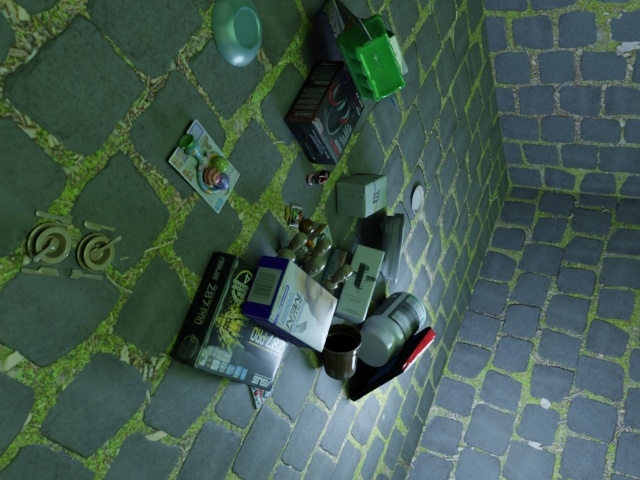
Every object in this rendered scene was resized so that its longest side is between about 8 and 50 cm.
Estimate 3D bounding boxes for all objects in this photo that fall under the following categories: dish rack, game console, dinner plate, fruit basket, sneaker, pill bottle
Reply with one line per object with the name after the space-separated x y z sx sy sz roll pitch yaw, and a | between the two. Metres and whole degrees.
0.283 0.024 2.207 0.333 0.073 0.285 -68 165 -86 | dish rack
0.319 0.540 2.322 0.342 0.060 0.386 -30 167 -47 | game console
0.477 -0.201 2.609 0.141 0.017 0.141 -25 120 -52 | dinner plate
0.152 -0.617 1.708 0.353 0.166 0.327 -103 165 -51 | fruit basket
0.008 -0.216 1.826 0.119 0.057 0.047 -34 124 -51 | sneaker
0.306 0.388 2.334 0.361 0.204 0.204 -33 126 -49 | pill bottle

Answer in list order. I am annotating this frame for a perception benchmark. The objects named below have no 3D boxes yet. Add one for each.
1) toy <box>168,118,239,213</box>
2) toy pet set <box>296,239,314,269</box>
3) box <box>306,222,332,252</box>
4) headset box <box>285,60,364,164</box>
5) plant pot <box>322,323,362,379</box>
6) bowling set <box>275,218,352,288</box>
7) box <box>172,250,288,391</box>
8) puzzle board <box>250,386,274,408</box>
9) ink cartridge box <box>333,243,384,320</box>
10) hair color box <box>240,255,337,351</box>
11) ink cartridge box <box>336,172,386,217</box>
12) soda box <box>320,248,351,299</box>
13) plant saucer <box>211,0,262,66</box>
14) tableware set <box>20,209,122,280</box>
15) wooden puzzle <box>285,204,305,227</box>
-0.281 -0.186 1.379 0.136 0.056 0.237 -64 145 -20 | toy
-0.061 0.065 1.820 0.114 0.065 0.122 40 56 -16 | toy pet set
0.000 0.000 1.905 0.136 0.028 0.081 -47 136 -38 | box
0.016 -0.405 1.732 0.293 0.110 0.218 -65 146 -23 | headset box
0.074 0.437 2.041 0.167 0.167 0.165 -40 139 -46 | plant pot
-0.047 0.047 1.726 0.287 0.154 0.199 18 48 -28 | bowling set
-0.224 0.251 1.558 0.395 0.097 0.318 44 63 -54 | box
-0.194 0.484 1.755 0.096 0.011 0.128 -41 132 -44 | puzzle board
0.145 0.170 2.030 0.197 0.114 0.272 98 11 -77 | ink cartridge box
-0.081 0.197 1.586 0.339 0.110 0.185 46 57 -55 | hair color box
0.157 -0.175 2.006 0.176 0.128 0.127 -27 122 -51 | ink cartridge box
0.055 0.127 1.995 0.058 0.063 0.183 38 68 -56 | soda box
-0.208 -0.564 1.403 0.195 0.038 0.194 -23 118 -52 | plant saucer
-0.506 0.017 1.097 0.194 0.039 0.128 17 84 -58 | tableware set
-0.081 -0.079 1.766 0.116 0.014 0.078 -7 105 -57 | wooden puzzle
